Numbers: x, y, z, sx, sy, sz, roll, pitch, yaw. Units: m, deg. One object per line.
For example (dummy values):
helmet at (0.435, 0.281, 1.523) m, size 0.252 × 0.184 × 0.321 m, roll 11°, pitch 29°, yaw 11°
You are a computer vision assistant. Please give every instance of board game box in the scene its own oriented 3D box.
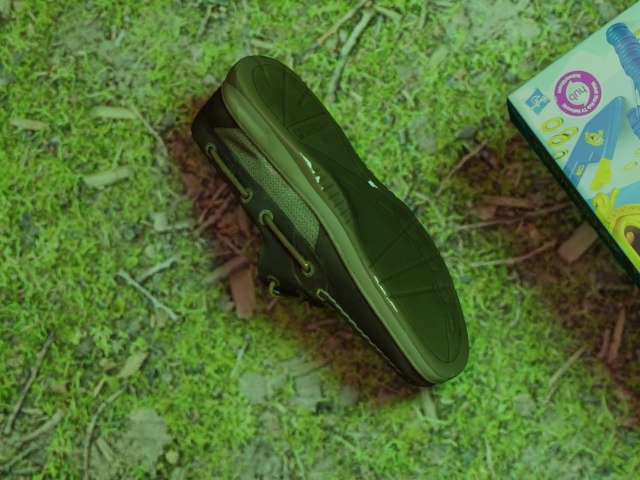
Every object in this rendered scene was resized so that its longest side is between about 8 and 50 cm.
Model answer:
board game box at (0.365, -0.081, 1.509) m, size 0.308 × 0.086 × 0.302 m, roll -36°, pitch 77°, yaw 2°

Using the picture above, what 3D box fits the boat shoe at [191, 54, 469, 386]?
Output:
boat shoe at (0.000, 0.000, 1.639) m, size 0.123 × 0.123 × 0.342 m, roll -42°, pitch 80°, yaw 31°
